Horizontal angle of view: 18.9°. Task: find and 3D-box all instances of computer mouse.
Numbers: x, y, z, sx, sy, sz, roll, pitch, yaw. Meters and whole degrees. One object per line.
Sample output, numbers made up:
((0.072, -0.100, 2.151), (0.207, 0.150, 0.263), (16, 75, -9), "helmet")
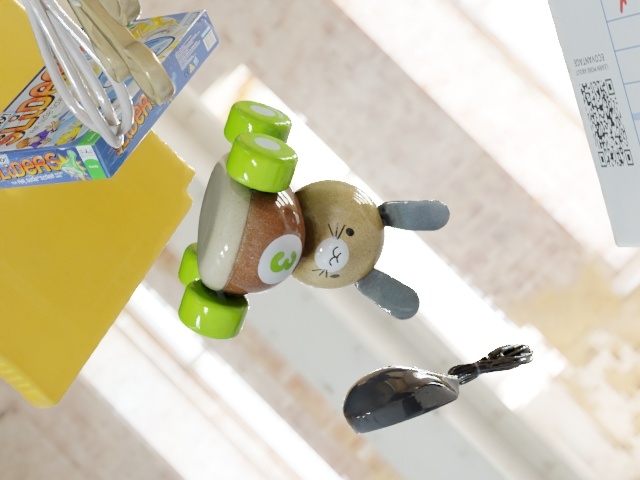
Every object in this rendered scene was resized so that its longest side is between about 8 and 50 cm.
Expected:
((0.095, 0.104, 1.513), (0.071, 0.041, 0.242), (-19, -2, 34), "computer mouse")

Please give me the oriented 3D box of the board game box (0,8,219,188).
((-0.184, -0.114, 1.557), (0.136, 0.035, 0.201), (-5, 34, 30), "board game box")

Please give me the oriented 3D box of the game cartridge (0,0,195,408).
((-0.294, -0.052, 1.776), (0.052, 0.323, 0.285), (-11, 40, 54), "game cartridge")

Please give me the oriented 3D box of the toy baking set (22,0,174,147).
((-0.141, -0.132, 0.888), (0.030, 0.197, 0.256), (-34, 3, -13), "toy baking set")

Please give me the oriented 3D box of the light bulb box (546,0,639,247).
((0.291, -0.194, 1.144), (0.225, 0.361, 0.358), (-18, 5, -14), "light bulb box")

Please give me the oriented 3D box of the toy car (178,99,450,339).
((0.000, 0.000, 1.494), (0.149, 0.188, 0.155), (-100, 28, -67), "toy car")
